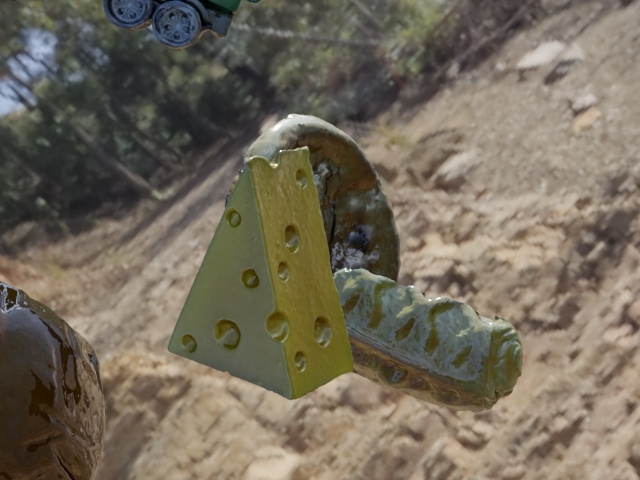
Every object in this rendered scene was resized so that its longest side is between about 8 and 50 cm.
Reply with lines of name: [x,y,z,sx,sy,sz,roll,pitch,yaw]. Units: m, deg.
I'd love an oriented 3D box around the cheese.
cheese: [-0.038,0.015,0.883,0.093,0.126,0.171,-16,-62,-57]

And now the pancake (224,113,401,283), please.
pancake: [-0.002,0.000,1.542,0.065,0.356,0.356,-6,32,37]

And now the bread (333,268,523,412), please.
bread: [0.095,0.111,1.187,0.088,0.231,0.128,-63,-12,-51]

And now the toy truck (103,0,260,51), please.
toy truck: [-0.247,-0.355,1.417,0.176,0.363,0.178,-119,48,-80]

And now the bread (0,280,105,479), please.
bread: [-0.360,0.181,1.182,0.224,0.279,0.250,-9,58,23]
